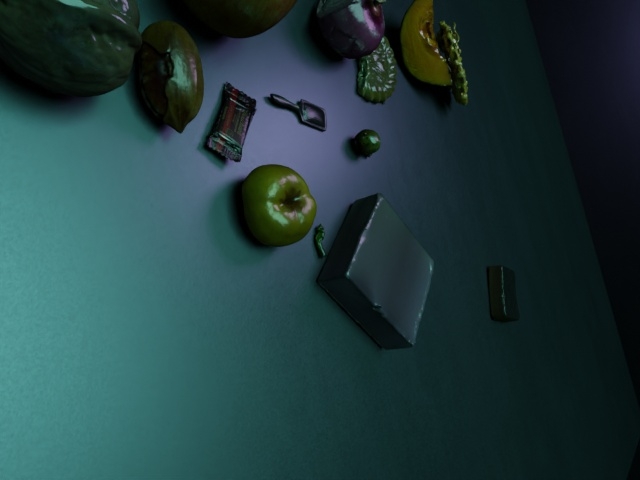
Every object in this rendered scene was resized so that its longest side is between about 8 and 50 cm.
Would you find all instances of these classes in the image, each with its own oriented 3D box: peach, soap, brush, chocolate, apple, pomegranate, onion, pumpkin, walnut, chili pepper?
[{"bbox_3d":[-0.086,-0.076,1.054,0.179,0.103,0.179,10,75,-41],"label":"peach"},{"bbox_3d":[0.159,0.077,1.269,0.296,0.107,0.285,49,49,-27],"label":"soap"},{"bbox_3d":[-0.049,-0.319,1.223,0.193,0.016,0.063,9,72,-46],"label":"brush"},{"bbox_3d":[-0.185,-0.248,1.053,0.086,0.028,0.182,26,60,-32],"label":"chocolate"},{"bbox_3d":[-0.169,-0.540,1.010,0.264,0.264,0.264,15,68,-44],"label":"apple"},{"bbox_3d":[0.123,-0.262,1.363,0.073,0.084,0.073,11,57,-17],"label":"pomegranate"},{"bbox_3d":[0.091,-0.585,1.343,0.200,0.200,0.207,28,28,-39],"label":"onion"},{"bbox_3d":[0.325,-0.648,1.655,0.169,0.148,0.312,-97,167,-59],"label":"pumpkin"},{"bbox_3d":[-0.273,-0.299,0.920,0.116,0.116,0.207,-13,96,-48],"label":"walnut"},{"bbox_3d":[0.660,0.191,1.804,0.123,0.059,0.197,17,67,-45],"label":"brush"},{"bbox_3d":[0.000,0.000,1.186,0.027,0.022,0.083,-4,82,-14],"label":"chili pepper"},{"bbox_3d":[-0.374,-0.326,0.749,0.224,0.224,0.224,15,68,-44],"label":"walnut"}]

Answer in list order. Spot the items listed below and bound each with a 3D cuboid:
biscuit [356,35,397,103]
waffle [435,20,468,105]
[{"bbox_3d":[0.173,-0.534,1.505,0.187,0.036,0.274,8,74,-45],"label":"biscuit"},{"bbox_3d":[0.458,-0.610,1.745,0.262,0.060,0.280,56,20,-64],"label":"waffle"}]
